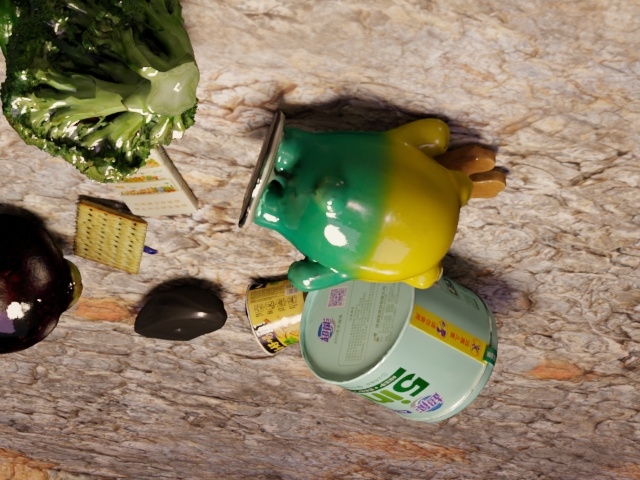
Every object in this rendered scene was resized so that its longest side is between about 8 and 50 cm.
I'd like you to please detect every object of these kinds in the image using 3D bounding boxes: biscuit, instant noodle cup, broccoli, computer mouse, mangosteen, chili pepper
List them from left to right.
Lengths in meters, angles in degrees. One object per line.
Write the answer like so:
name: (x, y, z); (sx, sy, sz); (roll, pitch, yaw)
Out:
mangosteen: (-0.585, 0.070, 2.263); (0.288, 0.287, 0.233); (-11, 120, 25)
chili pepper: (-0.406, -0.297, 1.707); (0.100, 0.074, 0.257); (4, 151, -1)
biscuit: (-0.396, -0.005, 2.280); (0.139, 0.016, 0.231); (19, 152, -3)
broccoli: (-0.277, -0.222, 1.620); (0.308, 0.307, 0.275); (31, 179, -41)
computer mouse: (-0.282, 0.145, 2.503); (0.138, 0.086, 0.270); (13, 160, -29)
instant noodle cup: (-0.066, 0.143, 2.426); (0.122, 0.151, 0.151); (-17, 147, 20)
biscuit: (0.190, -0.102, 2.049); (0.236, 0.040, 0.144); (-7, 143, 23)

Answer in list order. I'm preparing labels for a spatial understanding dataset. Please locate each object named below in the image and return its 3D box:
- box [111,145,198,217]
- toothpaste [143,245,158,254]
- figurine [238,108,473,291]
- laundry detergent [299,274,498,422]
box: (-0.303, -0.106, 2.097); (0.122, 0.032, 0.220); (-3, 152, 14)
toothpaste: (-0.349, 0.013, 2.342); (0.024, 0.015, 0.083); (-12, 154, 41)
figurine: (0.060, -0.061, 1.911); (0.340, 0.323, 0.231); (17, -177, -8)
laundry detergent: (0.165, 0.184, 2.318); (0.287, 0.287, 0.305); (-22, 142, 38)
